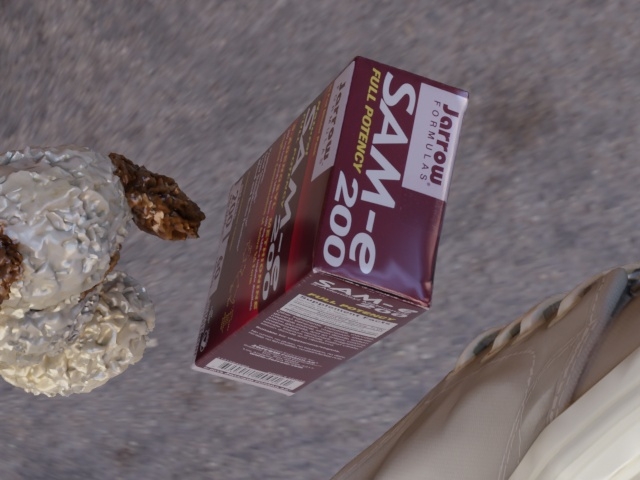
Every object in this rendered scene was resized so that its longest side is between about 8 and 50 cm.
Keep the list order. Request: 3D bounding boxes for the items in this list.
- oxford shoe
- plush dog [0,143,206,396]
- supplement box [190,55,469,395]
[{"bbox_3d":[0.107,0.066,0.649,0.169,0.449,0.130,3,54,-29],"label":"oxford shoe"},{"bbox_3d":[-0.200,0.015,1.139,0.262,0.225,0.210,-35,94,-47],"label":"plush dog"},{"bbox_3d":[0.000,0.000,1.095,0.073,0.239,0.130,17,69,-15],"label":"supplement box"}]
